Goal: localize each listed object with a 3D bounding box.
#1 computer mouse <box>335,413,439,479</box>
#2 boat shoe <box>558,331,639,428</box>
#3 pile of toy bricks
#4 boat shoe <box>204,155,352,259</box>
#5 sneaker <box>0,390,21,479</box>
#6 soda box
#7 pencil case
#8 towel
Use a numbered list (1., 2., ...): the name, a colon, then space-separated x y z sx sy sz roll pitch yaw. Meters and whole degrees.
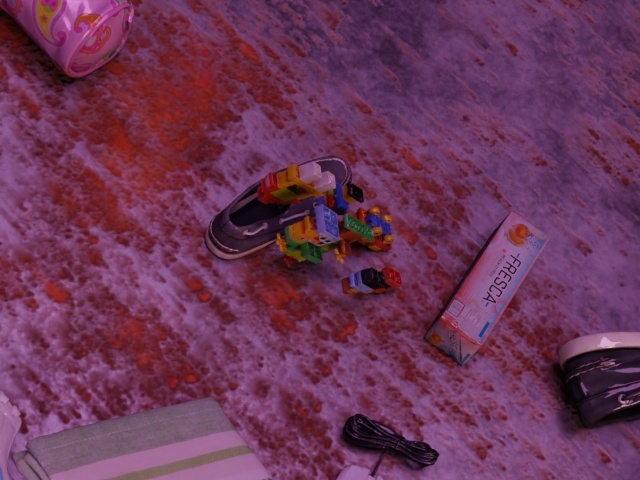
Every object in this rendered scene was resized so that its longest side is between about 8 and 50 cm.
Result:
1. computer mouse: 0.045 0.273 1.528 0.106 0.042 0.193 30 58 -2
2. boat shoe: 0.443 0.174 1.666 0.340 0.127 0.113 5 63 -14
3. pile of toy bricks: 0.000 0.000 1.621 0.212 0.105 0.118 31 47 -55
4. boat shoe: -0.037 -0.046 1.659 0.206 0.065 0.075 -30 75 -29
5. sneaker: -0.350 0.166 1.437 0.092 0.087 0.228 -1 69 -30
6. soda box: 0.193 0.054 1.683 0.058 0.063 0.183 36 58 2
7. pencil case: -0.343 -0.313 1.669 0.284 0.124 0.124 42 58 9
8. towel: -0.118 0.294 1.388 0.248 0.038 0.325 -9 47 -41
